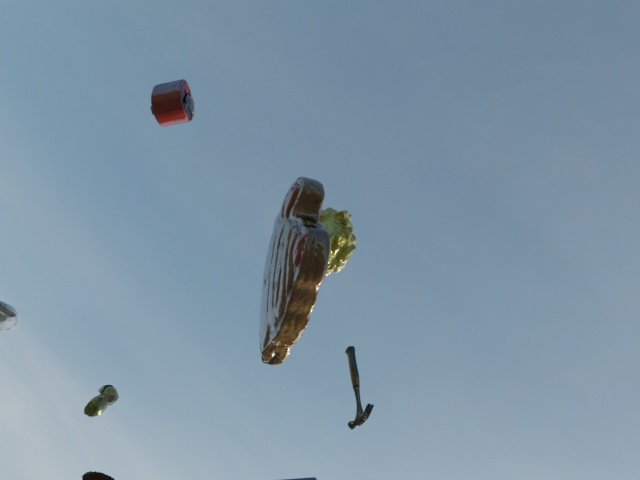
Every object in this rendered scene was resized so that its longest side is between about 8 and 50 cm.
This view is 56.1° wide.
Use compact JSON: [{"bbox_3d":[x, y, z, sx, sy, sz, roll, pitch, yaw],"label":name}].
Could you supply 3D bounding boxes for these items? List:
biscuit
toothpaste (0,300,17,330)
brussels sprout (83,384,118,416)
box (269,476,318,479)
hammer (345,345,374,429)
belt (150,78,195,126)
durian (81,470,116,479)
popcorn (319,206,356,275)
[{"bbox_3d":[-0.060,0.056,1.164,0.381,0.074,0.358,129,-33,-69],"label":"biscuit"},{"bbox_3d":[-0.691,0.156,1.297,0.089,0.057,0.234,34,-24,-11],"label":"toothpaste"},{"bbox_3d":[-0.465,0.343,1.283,0.046,0.083,0.051,44,-66,-10],"label":"brussels sprout"},{"bbox_3d":[-0.140,0.793,1.628,0.261,0.279,0.116,-20,-69,33],"label":"box"},{"bbox_3d":[0.085,0.335,1.407,0.078,0.021,0.201,-45,-144,35],"label":"hammer"},{"bbox_3d":[-0.488,-0.446,1.952,0.124,0.201,0.128,-11,-59,3],"label":"belt"},{"bbox_3d":[-0.558,0.616,1.530,0.130,0.066,0.052,15,-107,15],"label":"durian"},{"bbox_3d":[-0.008,-0.005,1.819,0.217,0.181,0.235,36,-73,42],"label":"popcorn"}]
